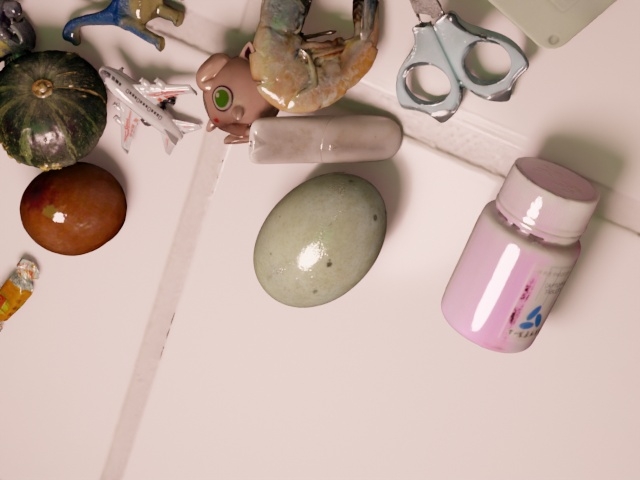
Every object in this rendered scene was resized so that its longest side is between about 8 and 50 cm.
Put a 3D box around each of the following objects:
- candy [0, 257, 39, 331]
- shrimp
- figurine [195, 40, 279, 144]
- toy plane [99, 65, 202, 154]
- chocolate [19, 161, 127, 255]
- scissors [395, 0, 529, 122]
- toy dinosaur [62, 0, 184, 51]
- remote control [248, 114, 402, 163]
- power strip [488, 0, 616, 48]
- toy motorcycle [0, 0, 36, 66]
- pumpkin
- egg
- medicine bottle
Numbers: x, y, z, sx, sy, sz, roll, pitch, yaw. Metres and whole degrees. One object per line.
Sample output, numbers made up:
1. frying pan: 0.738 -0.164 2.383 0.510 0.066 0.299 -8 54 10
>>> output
1. candy: -0.540 0.101 1.893 0.053 0.046 0.182 44 112 1
2. shrimp: 0.001 -0.319 1.517 0.178 0.075 0.289 9 89 -7
3. figurine: -0.118 -0.212 1.592 0.125 0.125 0.138 -9 93 21
4. toy plane: -0.269 -0.208 1.669 0.162 0.065 0.171 -36 108 27
5. chocolate: -0.397 -0.054 1.713 0.177 0.177 0.176 6 112 16
6. scissors: 0.142 -0.303 1.443 0.191 0.029 0.360 -15 133 23
7. toy dinosaur: -0.290 -0.381 1.612 0.188 0.075 0.247 21 122 13
8. remote control: 0.011 -0.140 1.569 0.229 0.044 0.073 -2 121 -17
9. power strip: 0.309 -0.384 1.347 0.229 0.141 0.261 36 119 -26
10. toy motorcycle: -0.514 -0.336 1.703 0.193 0.061 0.124 37 123 -5
11. pumpkin: -0.415 -0.199 1.664 0.190 0.190 0.146 16 144 12
12. egg: 0.000 0.000 1.609 0.169 0.169 0.236 45 113 -3
13. medicine bottle: 0.281 0.021 1.539 0.152 0.152 0.254 26 116 7
